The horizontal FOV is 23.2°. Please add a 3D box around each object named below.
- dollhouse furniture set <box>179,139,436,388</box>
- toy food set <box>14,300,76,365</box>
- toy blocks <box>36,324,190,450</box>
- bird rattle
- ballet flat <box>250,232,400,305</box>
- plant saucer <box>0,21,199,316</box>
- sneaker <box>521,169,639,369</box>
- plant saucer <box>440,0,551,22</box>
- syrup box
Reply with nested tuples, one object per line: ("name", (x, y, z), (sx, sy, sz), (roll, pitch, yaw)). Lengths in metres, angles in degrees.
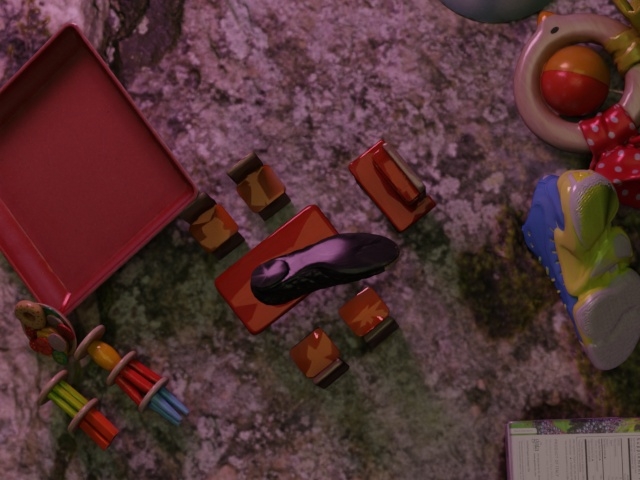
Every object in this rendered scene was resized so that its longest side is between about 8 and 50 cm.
("dollhouse furniture set", (0.000, 0.000, 1.793), (0.259, 0.135, 0.262), (-39, 82, 0))
("toy food set", (-0.323, 0.108, 1.844), (0.082, 0.020, 0.083), (17, 130, 22))
("toy blocks", (-0.240, 0.191, 1.834), (0.148, 0.054, 0.123), (38, 87, 8))
("bird rattle", (0.327, -0.169, 1.816), (0.207, 0.143, 0.254), (15, 98, 18))
("ballet flat", (0.005, 0.030, 1.732), (0.173, 0.049, 0.057), (-14, 60, 9))
("plant saucer", (-0.292, -0.079, 1.838), (0.259, 0.047, 0.258), (-41, 81, 22))
("sneaker", (0.300, 0.026, 1.799), (0.091, 0.126, 0.240), (-18, 110, -24))
("plant saucer", (0.210, -0.359, 1.866), (0.195, 0.037, 0.195), (-1, 83, 4))
("syrup box", (0.329, 0.247, 1.757), (0.236, 0.093, 0.096), (-3, 83, 5))
